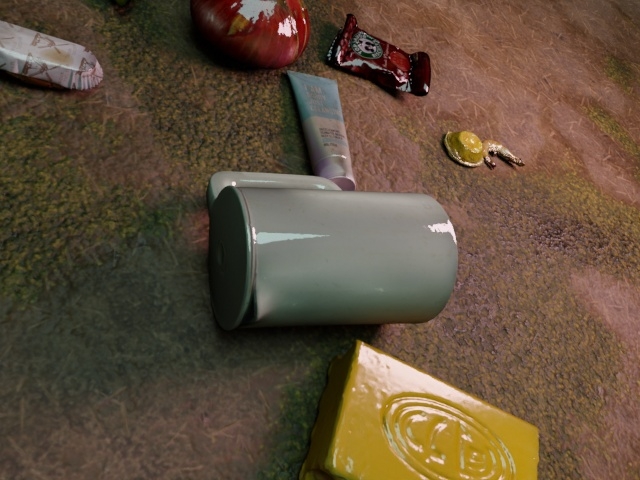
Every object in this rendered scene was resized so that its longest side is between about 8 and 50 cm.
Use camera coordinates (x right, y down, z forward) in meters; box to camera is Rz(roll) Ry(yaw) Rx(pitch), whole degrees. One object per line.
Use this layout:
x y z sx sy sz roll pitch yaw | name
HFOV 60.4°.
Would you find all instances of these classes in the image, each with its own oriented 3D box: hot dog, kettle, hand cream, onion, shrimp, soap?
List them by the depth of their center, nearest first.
0.148 0.296 0.759 0.324 0.096 0.204 26 51 -11 | soap
0.007 -0.001 0.806 0.318 0.205 0.265 0 73 -25 | kettle
-0.439 -0.284 0.855 0.192 0.053 0.099 9 57 -26 | hot dog
0.010 -0.216 1.040 0.111 0.070 0.312 3 55 -21 | hand cream
-0.128 -0.443 1.066 0.248 0.161 0.248 12 36 -9 | onion
0.415 -0.186 1.264 0.114 0.023 0.083 31 53 0 | shrimp

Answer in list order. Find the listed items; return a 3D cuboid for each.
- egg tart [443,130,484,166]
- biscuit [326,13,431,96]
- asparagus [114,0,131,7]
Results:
0.323 -0.209 1.218 0.105 0.039 0.105 13 57 -20 | egg tart
0.136 -0.408 1.232 0.235 0.063 0.151 22 52 -11 | biscuit
-0.350 -0.568 1.069 0.085 0.082 0.343 16 52 -13 | asparagus
